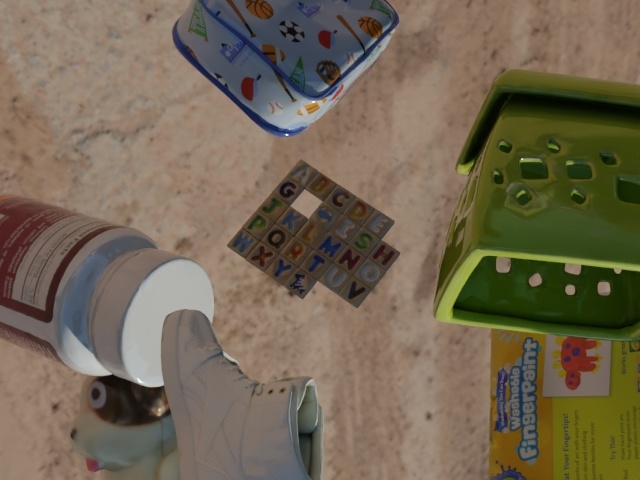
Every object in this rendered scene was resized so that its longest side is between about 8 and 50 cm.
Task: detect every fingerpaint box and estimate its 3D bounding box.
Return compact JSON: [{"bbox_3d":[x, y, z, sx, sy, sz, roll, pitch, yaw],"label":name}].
[{"bbox_3d":[0.490,0.325,1.824,0.163,0.371,0.445,37,50,-48],"label":"fingerpaint box"}]

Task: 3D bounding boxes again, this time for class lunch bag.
[{"bbox_3d":[-0.044,-0.293,1.413,0.115,0.243,0.303,-49,180,45],"label":"lunch bag"}]

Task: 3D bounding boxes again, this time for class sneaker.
[{"bbox_3d":[-0.079,0.175,1.177,0.169,0.293,0.108,-28,141,14],"label":"sneaker"}]

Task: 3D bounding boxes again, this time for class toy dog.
[{"bbox_3d":[-0.238,0.362,1.741,0.395,0.284,0.408,-46,110,-20],"label":"toy dog"}]

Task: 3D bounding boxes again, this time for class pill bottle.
[{"bbox_3d":[-0.365,0.071,1.559,0.224,0.392,0.224,-28,125,-48],"label":"pill bottle"}]

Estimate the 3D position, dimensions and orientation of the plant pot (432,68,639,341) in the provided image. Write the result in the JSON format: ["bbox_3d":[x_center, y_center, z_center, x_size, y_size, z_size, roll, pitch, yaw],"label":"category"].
[{"bbox_3d":[0.241,-0.035,1.027,0.227,0.228,0.207,100,-3,-68],"label":"plant pot"}]

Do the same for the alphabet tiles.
[{"bbox_3d":[0.000,0.000,1.700,0.198,0.237,0.009,-50,163,-18],"label":"alphabet tiles"}]
